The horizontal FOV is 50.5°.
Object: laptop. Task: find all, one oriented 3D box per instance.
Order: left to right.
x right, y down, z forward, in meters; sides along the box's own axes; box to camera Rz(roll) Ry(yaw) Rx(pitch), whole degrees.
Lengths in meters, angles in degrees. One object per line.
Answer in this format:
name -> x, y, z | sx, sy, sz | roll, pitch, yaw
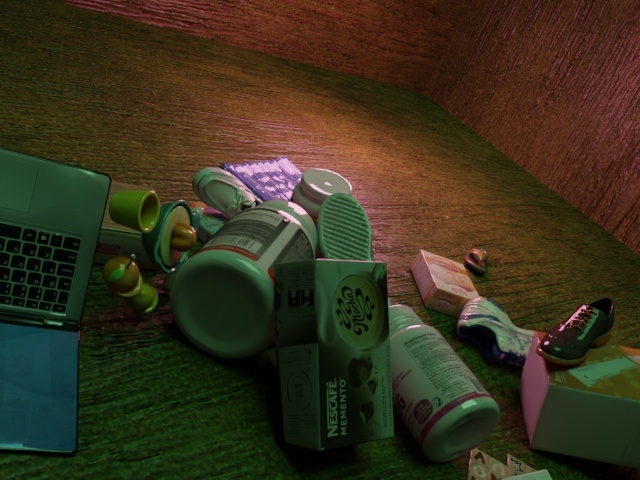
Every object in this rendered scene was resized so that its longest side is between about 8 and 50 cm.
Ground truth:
laptop -> -0.508, 0.052, 0.955 | 0.381, 0.408, 0.236 | 14, -5, -27

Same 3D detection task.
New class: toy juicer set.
toy juicer set -> -0.273, 0.029, 1.217 | 0.089, 0.210, 0.329 | 10, -1, 13

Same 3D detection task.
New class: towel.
towel -> -0.113, -0.158, 1.932 | 0.243, 0.040, 0.336 | 38, 28, 20

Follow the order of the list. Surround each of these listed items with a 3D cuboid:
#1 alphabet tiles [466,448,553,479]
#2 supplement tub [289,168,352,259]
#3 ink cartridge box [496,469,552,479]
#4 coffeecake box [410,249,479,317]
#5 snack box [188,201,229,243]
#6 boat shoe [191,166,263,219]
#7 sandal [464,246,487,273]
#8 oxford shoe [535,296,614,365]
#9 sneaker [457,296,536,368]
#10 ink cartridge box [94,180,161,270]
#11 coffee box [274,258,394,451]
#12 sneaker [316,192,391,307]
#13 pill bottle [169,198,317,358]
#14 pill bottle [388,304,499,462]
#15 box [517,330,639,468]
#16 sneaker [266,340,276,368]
alphabet tiles -> 0.380, 0.480, 1.262 | 0.237, 0.009, 0.198 | 30, 26, 4
supplement tub -> -0.012, -0.057, 1.637 | 0.144, 0.200, 0.144 | 14, 33, -9
ink cartridge box -> 0.388, 0.503, 1.194 | 0.145, 0.045, 0.179 | 6, 51, -38
coffeecake box -> 0.334, 0.119, 1.815 | 0.142, 0.068, 0.186 | 19, 27, -18
snack box -> -0.255, -0.035, 1.568 | 0.141, 0.037, 0.100 | 39, 28, 21
boat shoe -> -0.186, -0.087, 1.587 | 0.258, 0.095, 0.084 | 28, 6, -46
sandal -> 0.495, 0.050, 2.117 | 0.072, 0.049, 0.180 | 31, 26, 7
oxford shoe -> 0.546, 0.187, 1.449 | 0.096, 0.099, 0.271 | 26, 29, 36
sneaker -> 0.462, 0.268, 1.653 | 0.296, 0.112, 0.131 | 33, 44, 14
ink cartridge box -> -0.431, -0.040, 1.350 | 0.234, 0.088, 0.193 | 10, 32, -33
coffee box -> 0.021, 0.185, 1.135 | 0.168, 0.298, 0.118 | 5, -9, -40
sneaker -> 0.066, 0.058, 1.506 | 0.126, 0.127, 0.321 | -12, 70, -7
pill bottle -> -0.128, 0.055, 1.327 | 0.210, 0.210, 0.363 | 29, 25, 3
pill bottle -> 0.198, 0.265, 1.308 | 0.160, 0.160, 0.283 | 7, 32, -36
box -> 0.624, 0.345, 1.451 | 0.344, 0.169, 0.215 | 9, 24, 4
sneaker -> -0.012, 0.218, 1.303 | 0.123, 0.105, 0.290 | 65, 23, 0
